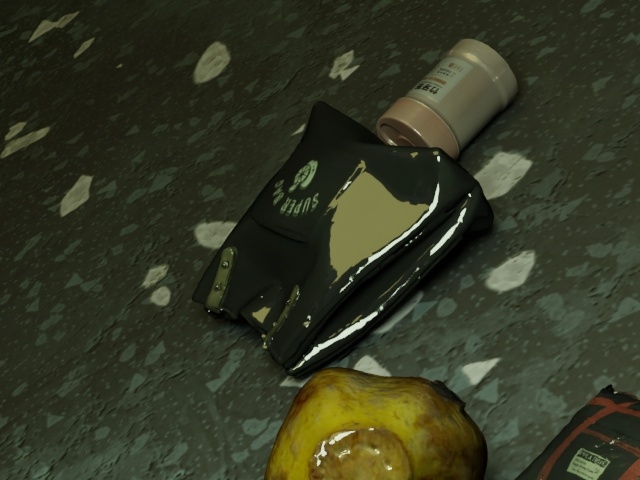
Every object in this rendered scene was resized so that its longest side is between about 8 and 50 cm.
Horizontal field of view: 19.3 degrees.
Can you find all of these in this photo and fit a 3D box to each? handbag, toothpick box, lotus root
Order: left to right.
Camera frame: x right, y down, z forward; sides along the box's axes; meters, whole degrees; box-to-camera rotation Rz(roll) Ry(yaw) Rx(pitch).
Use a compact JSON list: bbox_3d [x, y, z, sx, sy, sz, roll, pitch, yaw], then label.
[{"bbox_3d":[0.000,0.000,2.086,0.288,0.152,0.342,-51,29,-7],"label":"handbag"},{"bbox_3d":[0.052,0.196,1.597,0.193,0.193,0.291,-33,-15,2],"label":"lotus root"},{"bbox_3d":[0.149,-0.154,2.205,0.149,0.098,0.098,-45,29,-22],"label":"toothpick box"},{"bbox_3d":[0.256,0.207,1.442,0.169,0.155,0.215,-40,28,-22],"label":"handbag"}]
